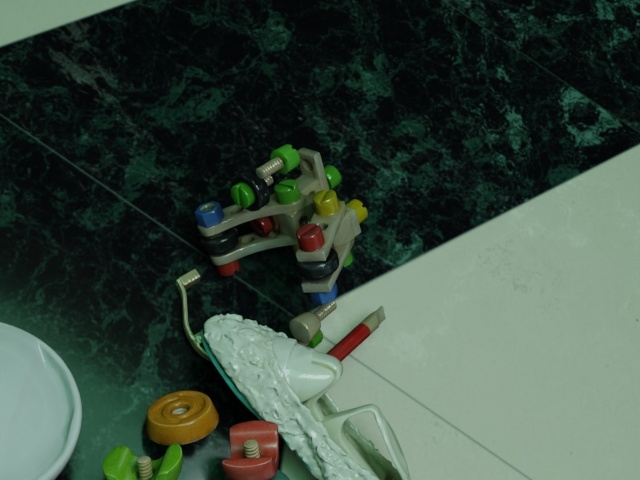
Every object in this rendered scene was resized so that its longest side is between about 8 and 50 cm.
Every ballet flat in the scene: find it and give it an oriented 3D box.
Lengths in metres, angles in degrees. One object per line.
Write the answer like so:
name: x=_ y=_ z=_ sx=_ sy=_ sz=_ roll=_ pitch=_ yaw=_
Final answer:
ballet flat: x=0.009 y=0.240 z=1.478 sx=0.147 sy=0.147 sz=0.409 roll=-38 pitch=90 yaw=-26

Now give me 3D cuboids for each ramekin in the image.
ramekin: x=-0.443 y=0.240 z=1.351 sx=0.272 sy=0.127 sz=0.273 roll=11 pitch=47 yaw=-12

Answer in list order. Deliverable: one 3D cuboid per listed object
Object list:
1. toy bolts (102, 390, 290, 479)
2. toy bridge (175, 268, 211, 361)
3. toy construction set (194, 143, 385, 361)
toy bolts: x=-0.146 y=0.321 z=1.434 sx=0.228 sy=0.158 sz=0.218 roll=-2 pitch=24 yaw=11
toy bridge: x=-0.158 y=0.134 z=1.560 sx=0.063 sy=0.026 sz=0.188 roll=-29 pitch=77 yaw=-23
toy construction set: x=0.000 y=0.000 z=1.575 sx=0.237 sy=0.257 sz=0.309 roll=-37 pitch=101 yaw=-38
